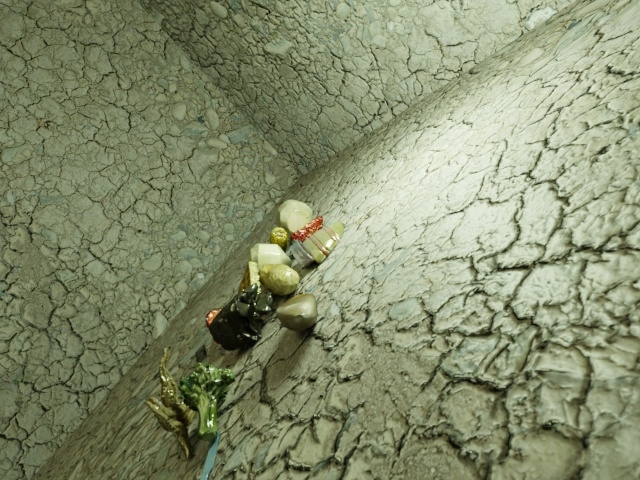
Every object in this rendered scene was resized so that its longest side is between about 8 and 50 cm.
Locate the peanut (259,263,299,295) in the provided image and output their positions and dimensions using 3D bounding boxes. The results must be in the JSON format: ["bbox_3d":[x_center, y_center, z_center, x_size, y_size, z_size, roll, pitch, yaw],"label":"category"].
[{"bbox_3d":[-0.198,0.176,2.035,0.147,0.147,0.306,-49,16,-19],"label":"peanut"}]

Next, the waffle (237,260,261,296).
[{"bbox_3d":[-0.345,0.252,2.097,0.247,0.055,0.221,-111,39,-55],"label":"waffle"}]

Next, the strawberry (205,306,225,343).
[{"bbox_3d":[-0.460,0.424,2.103,0.236,0.190,0.111,-96,12,-57],"label":"strawberry"}]

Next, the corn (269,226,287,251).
[{"bbox_3d":[-0.230,0.029,2.405,0.101,0.102,0.310,-53,-15,-31],"label":"corn"}]

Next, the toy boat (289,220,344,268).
[{"bbox_3d":[-0.022,0.022,2.090,0.294,0.111,0.276,-29,26,14],"label":"toy boat"}]

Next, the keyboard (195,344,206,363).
[{"bbox_3d":[-0.618,0.587,2.266,0.063,0.010,0.198,-45,15,-11],"label":"keyboard"}]

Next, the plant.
[{"bbox_3d":[-0.322,0.332,1.866,0.276,0.188,0.199,-42,12,14],"label":"plant"}]

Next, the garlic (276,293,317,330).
[{"bbox_3d":[-0.079,0.255,1.587,0.143,0.112,0.318,-19,11,4],"label":"garlic"}]

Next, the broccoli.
[{"bbox_3d":[-0.363,0.543,1.509,0.199,0.177,0.275,-38,34,-15],"label":"broccoli"}]

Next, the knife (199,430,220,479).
[{"bbox_3d":[-0.332,0.675,1.296,0.045,0.019,0.313,-34,16,7],"label":"knife"}]

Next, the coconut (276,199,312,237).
[{"bbox_3d":[-0.153,-0.129,2.597,0.241,0.241,0.241,-40,16,14],"label":"coconut"}]

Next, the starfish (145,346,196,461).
[{"bbox_3d":[-0.526,0.575,1.576,0.083,0.323,0.432,-22,18,-5],"label":"starfish"}]

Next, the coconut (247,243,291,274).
[{"bbox_3d":[-0.262,0.115,2.266,0.202,0.222,0.202,-174,90,-77],"label":"coconut"}]

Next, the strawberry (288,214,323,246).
[{"bbox_3d":[-0.067,-0.032,2.368,0.228,0.098,0.174,-38,-2,-18],"label":"strawberry"}]
